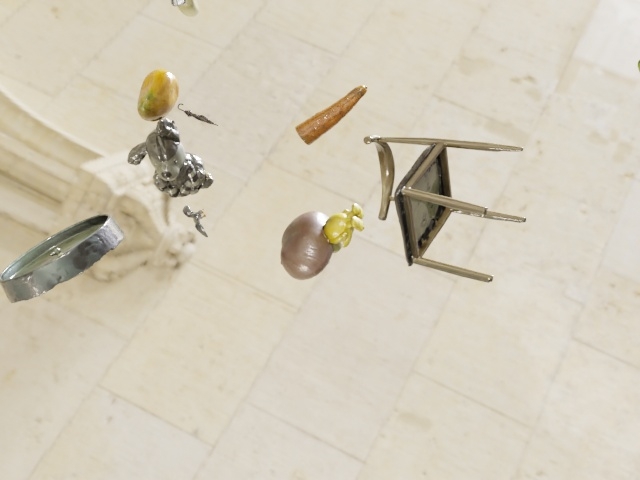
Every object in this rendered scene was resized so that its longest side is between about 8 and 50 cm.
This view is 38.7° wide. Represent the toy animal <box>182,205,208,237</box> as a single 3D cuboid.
[{"bbox_3d":[-0.247,-0.049,1.856,0.050,0.084,0.028,-50,-16,25],"label":"toy animal"}]

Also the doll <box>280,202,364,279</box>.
[{"bbox_3d":[0.001,0.007,1.691,0.096,0.188,0.145,38,-121,-37],"label":"doll"}]

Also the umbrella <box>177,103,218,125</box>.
[{"bbox_3d":[-0.298,-0.298,2.201,0.022,0.122,0.013,-59,-19,-1],"label":"umbrella"}]

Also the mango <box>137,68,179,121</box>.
[{"bbox_3d":[-0.401,-0.352,2.246,0.115,0.089,0.165,100,-179,-55],"label":"mango"}]

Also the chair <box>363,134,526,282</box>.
[{"bbox_3d":[0.180,-0.065,1.503,0.166,0.272,0.188,-53,-36,-34],"label":"chair"}]

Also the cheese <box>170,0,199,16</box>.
[{"bbox_3d":[-0.348,-0.624,2.302,0.235,0.049,0.127,-82,-14,-72],"label":"cheese"}]

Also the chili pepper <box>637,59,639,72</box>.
[{"bbox_3d":[0.726,-0.344,1.858,0.052,0.050,0.202,-60,27,9],"label":"chili pepper"}]

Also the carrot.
[{"bbox_3d":[0.035,-0.325,2.307,0.209,0.061,0.061,-36,-6,13],"label":"carrot"}]

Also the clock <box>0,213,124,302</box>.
[{"bbox_3d":[-0.546,0.032,1.924,0.055,0.280,0.280,62,-144,-17],"label":"clock"}]

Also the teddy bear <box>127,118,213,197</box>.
[{"bbox_3d":[-0.425,-0.207,2.485,0.251,0.171,0.144,46,-149,-55],"label":"teddy bear"}]
